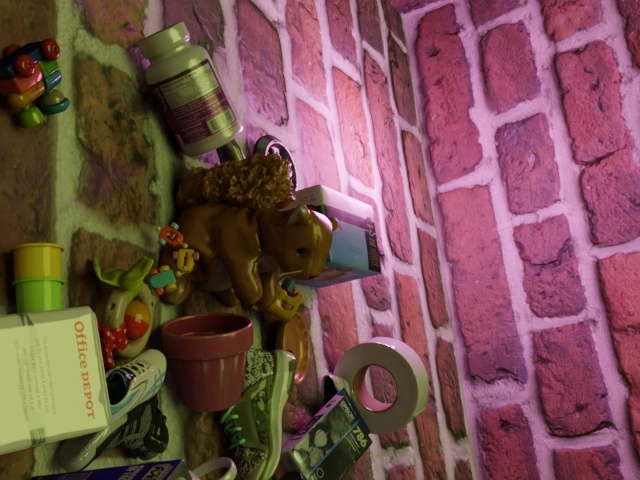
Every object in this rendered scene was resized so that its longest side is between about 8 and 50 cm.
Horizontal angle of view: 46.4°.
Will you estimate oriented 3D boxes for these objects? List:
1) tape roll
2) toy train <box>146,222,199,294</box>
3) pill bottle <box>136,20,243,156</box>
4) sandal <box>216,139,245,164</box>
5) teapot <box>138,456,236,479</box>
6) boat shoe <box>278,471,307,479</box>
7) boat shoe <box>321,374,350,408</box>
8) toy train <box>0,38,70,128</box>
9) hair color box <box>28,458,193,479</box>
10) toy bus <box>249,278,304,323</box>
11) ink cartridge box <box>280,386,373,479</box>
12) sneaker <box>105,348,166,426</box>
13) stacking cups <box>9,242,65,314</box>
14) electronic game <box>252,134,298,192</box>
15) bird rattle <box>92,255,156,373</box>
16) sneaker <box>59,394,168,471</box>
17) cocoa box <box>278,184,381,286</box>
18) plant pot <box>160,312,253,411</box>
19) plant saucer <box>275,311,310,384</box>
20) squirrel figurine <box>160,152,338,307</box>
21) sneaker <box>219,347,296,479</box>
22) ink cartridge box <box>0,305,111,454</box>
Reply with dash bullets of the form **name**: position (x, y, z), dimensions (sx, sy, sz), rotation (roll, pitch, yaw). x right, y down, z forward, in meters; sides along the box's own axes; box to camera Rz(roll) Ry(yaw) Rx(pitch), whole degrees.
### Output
- **tape roll**: position (0.183, 0.442, 2.277), dimensions (0.100, 0.286, 0.286), rotation (-6, 82, -64)
- **toy train**: position (-0.340, 0.047, 1.653), dimensions (0.166, 0.125, 0.046), rotation (-59, 167, -25)
- **pill bottle**: position (-0.326, -0.374, 1.841), dimensions (0.302, 0.169, 0.169), rotation (65, 28, -20)
- **sandal**: position (-0.230, -0.128, 1.994), dimensions (0.086, 0.120, 0.303), rotation (-28, 101, -35)
- **teapot**: position (-0.280, 0.536, 1.428), dimensions (0.252, 0.187, 0.256), rotation (35, 45, -53)
- **boat shoe**: position (-0.119, 0.653, 1.744), dimensions (0.130, 0.132, 0.355), rotation (67, 26, -17)
- **boat shoe**: position (0.048, 0.522, 2.186), dimensions (0.088, 0.096, 0.268), rotation (31, 48, -49)
- **toy train**: position (-0.570, -0.273, 1.402), dimensions (0.248, 0.105, 0.143), rotation (-65, 147, -52)
- **hair color box**: position (-0.336, 0.466, 1.181), dimensions (0.185, 0.338, 0.110), rotation (69, 26, -13)
- **toy bus**: position (-0.148, 0.141, 1.982), dimensions (0.104, 0.202, 0.191), rotation (-60, 145, -15)
- **ink cartridge box**: position (0.034, 0.552, 2.053), dimensions (0.332, 0.065, 0.165), rotation (-37, 97, -47)
- **sneaker**: position (-0.351, 0.259, 1.373), dimensions (0.085, 0.086, 0.237), rotation (29, 26, 8)
- **stacking cups**: position (-0.499, 0.167, 1.324), dimensions (0.096, 0.096, 0.316), rotation (13, 70, -61)
- **electronic game**: position (-0.135, -0.208, 2.262), dimensions (0.229, 0.048, 0.229), rotation (36, 47, -52)
- **bird rattle**: position (-0.388, 0.158, 1.496), dimensions (0.207, 0.143, 0.254), rotation (59, 29, -63)
- **sneaker**: position (-0.374, 0.376, 1.421), dimensions (0.153, 0.101, 0.268), rotation (65, 27, -17)
- **cocoa box**: position (0.000, 0.000, 2.210), dimensions (0.347, 0.231, 0.228), rotation (16, 63, -60)
- **plant pot**: position (-0.246, 0.270, 1.653), dimensions (0.201, 0.201, 0.180), rotation (-24, 113, -64)
- **plant saucer**: position (-0.080, 0.300, 2.081), dimensions (0.200, 0.037, 0.200), rotation (-4, 90, -71)
- **squirrel figurine**: position (-0.155, -0.040, 1.769), dimensions (0.281, 0.370, 0.397), rotation (23, 56, -57)
- **sneaker**: position (-0.189, 0.426, 1.779), dimensions (0.182, 0.158, 0.410), rotation (24, 51, -19)
- **ink cartridge box**: position (-0.492, 0.225, 1.160), dimensions (0.283, 0.117, 0.207), rotation (-3, 78, -44)
